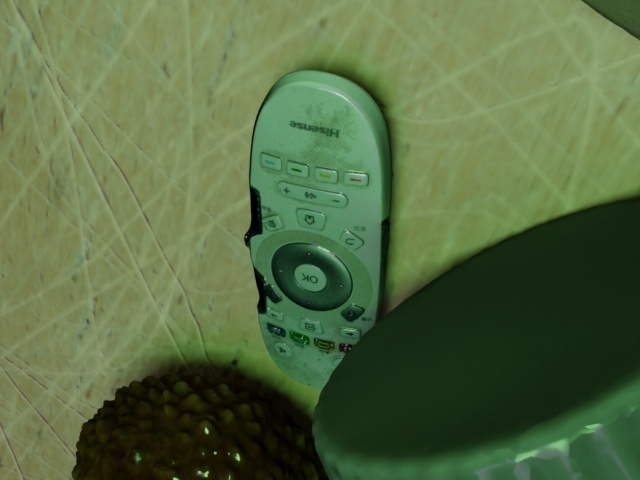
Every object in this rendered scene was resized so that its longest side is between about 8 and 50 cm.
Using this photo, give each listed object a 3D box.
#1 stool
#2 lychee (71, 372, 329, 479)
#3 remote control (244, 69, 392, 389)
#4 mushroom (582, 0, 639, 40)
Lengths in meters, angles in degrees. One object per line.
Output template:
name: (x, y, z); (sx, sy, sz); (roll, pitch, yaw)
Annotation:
stool: (0.179, 0.175, 0.518); (0.297, 0.297, 0.330); (-23, 104, 31)
lychee: (-0.078, 0.196, 0.685); (0.238, 0.200, 0.200); (20, 129, 37)
remote control: (-0.001, 0.002, 0.623); (0.097, 0.045, 0.256); (15, 127, 14)
mushroom: (0.179, -0.137, 0.415); (0.350, 0.128, 0.128); (22, 126, 11)
